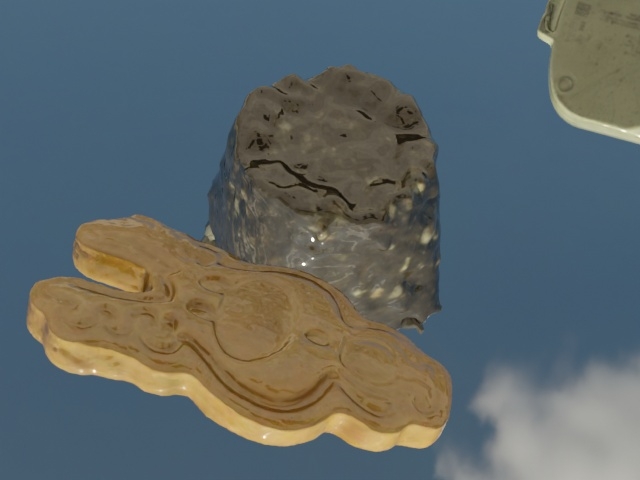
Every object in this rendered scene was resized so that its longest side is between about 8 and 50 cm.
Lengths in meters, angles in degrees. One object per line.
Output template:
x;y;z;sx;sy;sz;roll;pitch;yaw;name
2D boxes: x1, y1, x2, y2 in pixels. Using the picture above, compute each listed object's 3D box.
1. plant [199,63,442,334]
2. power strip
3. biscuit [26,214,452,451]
0.000;0.000;0.937;0.198;0.276;0.188;-10;-122;-15;plant
0.201;-0.061;0.446;0.226;0.029;0.080;18;-90;11;power strip
-0.040;0.053;0.608;0.236;0.040;0.144;18;-144;3;biscuit
